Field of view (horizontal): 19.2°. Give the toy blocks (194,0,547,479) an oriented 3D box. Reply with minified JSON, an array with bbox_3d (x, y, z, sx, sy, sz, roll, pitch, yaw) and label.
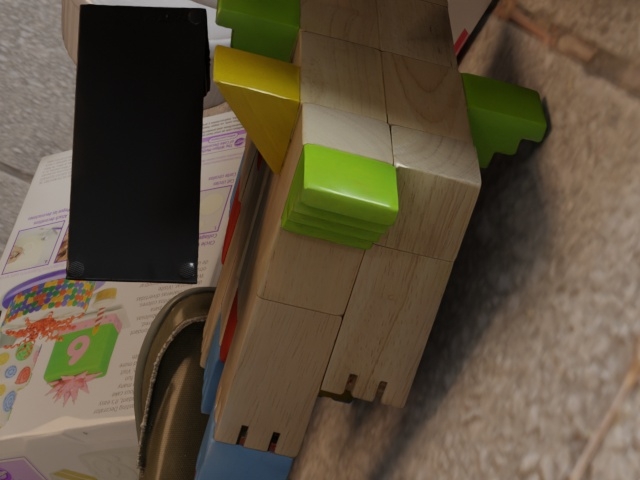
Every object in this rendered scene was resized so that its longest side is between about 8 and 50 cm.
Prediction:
[{"bbox_3d":[0.000,0.000,1.140,0.381,0.191,0.261,-91,16,-60],"label":"toy blocks"}]

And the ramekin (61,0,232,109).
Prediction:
[{"bbox_3d":[-0.178,-0.262,2.206,0.273,0.273,0.127,-80,6,-51],"label":"ramekin"}]

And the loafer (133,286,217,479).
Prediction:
[{"bbox_3d":[-0.079,0.156,1.273,0.087,0.094,0.251,-139,54,-68],"label":"loafer"}]

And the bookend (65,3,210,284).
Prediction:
[{"bbox_3d":[-0.103,-0.040,1.106,0.156,0.072,0.157,102,169,-78],"label":"bookend"}]

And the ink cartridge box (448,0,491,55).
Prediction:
[{"bbox_3d":[0.059,-0.233,1.412,0.207,0.117,0.283,-59,13,29],"label":"ink cartridge box"}]

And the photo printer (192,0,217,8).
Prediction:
[{"bbox_3d":[-0.008,-0.330,1.587,0.307,0.256,0.107,-61,34,24],"label":"photo printer"}]

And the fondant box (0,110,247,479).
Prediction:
[{"bbox_3d":[-0.159,0.053,1.561,0.238,0.096,0.330,-11,43,28],"label":"fondant box"}]
